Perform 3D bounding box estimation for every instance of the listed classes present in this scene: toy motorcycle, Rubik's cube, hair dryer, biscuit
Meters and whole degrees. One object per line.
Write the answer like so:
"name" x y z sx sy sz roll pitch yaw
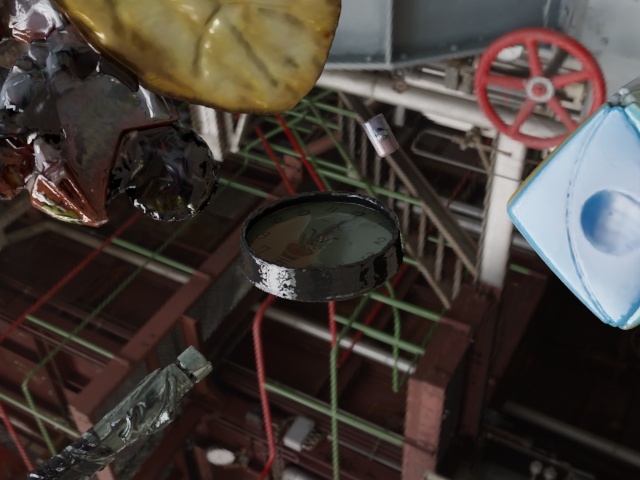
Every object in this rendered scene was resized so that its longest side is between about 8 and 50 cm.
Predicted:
"toy motorcycle" -0.255 -0.173 0.667 0.207 0.401 0.134 -26 1 -9
"Rubik's cube" 0.617 -0.086 1.471 0.347 0.351 0.352 -28 -20 -47
"hair dryer" 0.097 -0.162 1.216 0.063 0.037 0.114 61 -174 -9
"biscuit" -0.080 -0.181 0.570 0.203 0.041 0.260 -28 -38 10

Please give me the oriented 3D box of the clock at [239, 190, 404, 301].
"clock" 0.000 0.000 0.854 0.184 0.184 0.040 -44 -40 -47

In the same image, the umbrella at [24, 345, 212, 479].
"umbrella" -0.173 0.168 0.687 0.188 0.050 0.046 -39 -17 -16
